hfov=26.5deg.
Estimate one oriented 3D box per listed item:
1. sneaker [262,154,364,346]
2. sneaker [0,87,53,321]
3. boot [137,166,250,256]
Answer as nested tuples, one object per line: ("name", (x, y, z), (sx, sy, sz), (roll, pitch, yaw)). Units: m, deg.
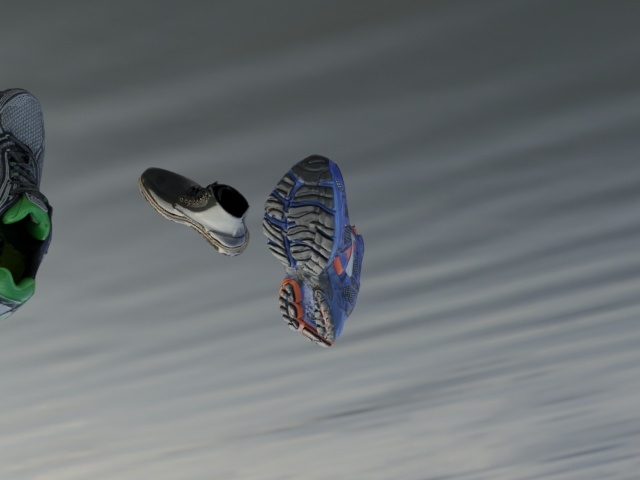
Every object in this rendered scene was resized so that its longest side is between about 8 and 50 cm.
("sneaker", (0.000, 0.000, 1.323), (0.083, 0.087, 0.221), (22, 139, 21))
("sneaker", (-0.388, -0.047, 1.725), (0.146, 0.344, 0.134), (-22, 145, 34))
("boot", (-0.185, -0.072, 2.051), (0.198, 0.077, 0.137), (31, 155, 6))
